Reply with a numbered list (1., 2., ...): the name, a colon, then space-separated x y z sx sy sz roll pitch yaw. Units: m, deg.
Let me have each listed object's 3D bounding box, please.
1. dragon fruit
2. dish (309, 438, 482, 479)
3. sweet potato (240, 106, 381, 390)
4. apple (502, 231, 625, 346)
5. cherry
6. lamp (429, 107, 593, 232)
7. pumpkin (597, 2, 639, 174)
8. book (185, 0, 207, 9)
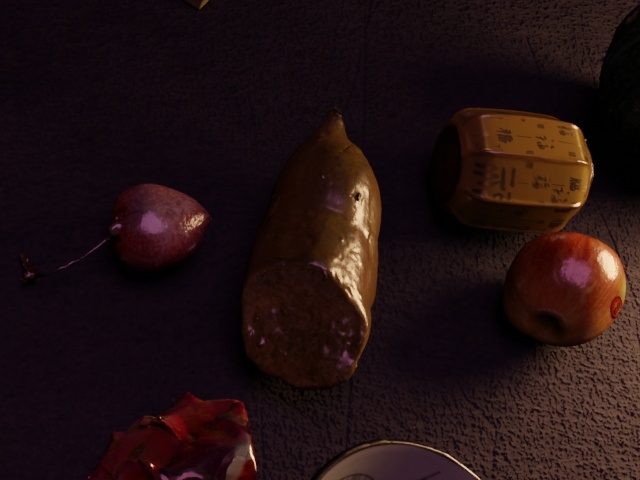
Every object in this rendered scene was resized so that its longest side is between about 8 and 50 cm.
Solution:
1. dragon fruit: -0.152 0.266 1.290 0.161 0.126 0.274 3 58 -18
2. dish: 0.074 0.369 1.297 0.316 0.106 0.316 16 55 -24
3. sweet potato: 0.000 0.000 1.505 0.157 0.158 0.370 19 48 -6
4. apple: 0.299 0.061 1.565 0.146 0.146 0.131 27 64 -1
5. cherry: -0.237 -0.010 1.465 0.225 0.090 0.107 -7 73 -12
6. lamp: 0.245 -0.091 1.635 0.185 0.161 0.161 7 57 -17
7. pumpkin: 0.515 -0.178 1.715 0.293 0.263 0.197 27 58 2
8. book: -0.170 -0.436 1.789 0.161 0.026 0.231 33 54 4
